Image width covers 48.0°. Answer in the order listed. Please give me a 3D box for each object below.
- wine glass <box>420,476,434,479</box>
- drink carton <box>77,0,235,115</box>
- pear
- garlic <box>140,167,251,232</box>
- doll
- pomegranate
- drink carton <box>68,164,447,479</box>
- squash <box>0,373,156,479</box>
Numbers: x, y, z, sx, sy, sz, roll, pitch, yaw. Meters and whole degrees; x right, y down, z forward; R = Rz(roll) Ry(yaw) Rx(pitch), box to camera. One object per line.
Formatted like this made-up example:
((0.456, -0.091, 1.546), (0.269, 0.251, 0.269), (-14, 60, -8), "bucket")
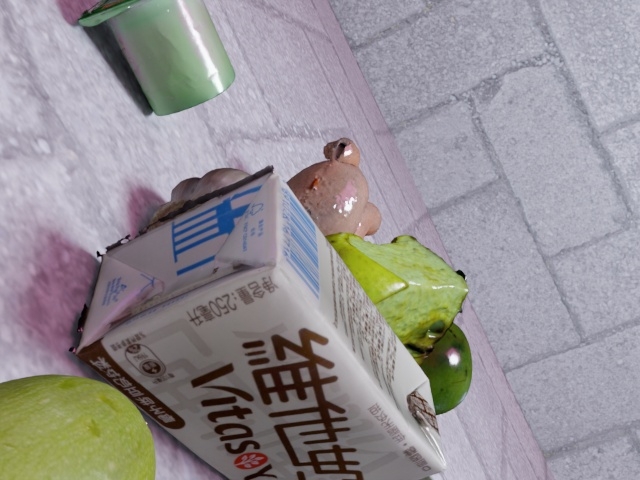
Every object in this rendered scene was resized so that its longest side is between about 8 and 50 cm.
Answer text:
((0.082, 0.298, 0.930), (0.183, 0.122, 0.122), (55, 19, -41), "wine glass")
((-0.179, -0.238, 0.863), (0.144, 0.146, 0.142), (-86, 155, -57), "drink carton")
((0.034, 0.107, 0.963), (0.255, 0.238, 0.164), (5, 32, -43), "pear")
((-0.089, 0.001, 0.790), (0.194, 0.131, 0.127), (44, 56, -48), "garlic")
((0.000, 0.000, 1.100), (0.201, 0.156, 0.303), (-55, 152, -27), "doll")
((0.159, 0.229, 1.187), (0.187, 0.186, 0.225), (-70, 160, -67), "pomegranate")
((-0.041, 0.116, 0.664), (0.325, 0.194, 0.132), (53, 22, -35), "drink carton")
((-0.167, 0.145, 0.358), (0.133, 0.132, 0.247), (65, 16, -1), "squash")
